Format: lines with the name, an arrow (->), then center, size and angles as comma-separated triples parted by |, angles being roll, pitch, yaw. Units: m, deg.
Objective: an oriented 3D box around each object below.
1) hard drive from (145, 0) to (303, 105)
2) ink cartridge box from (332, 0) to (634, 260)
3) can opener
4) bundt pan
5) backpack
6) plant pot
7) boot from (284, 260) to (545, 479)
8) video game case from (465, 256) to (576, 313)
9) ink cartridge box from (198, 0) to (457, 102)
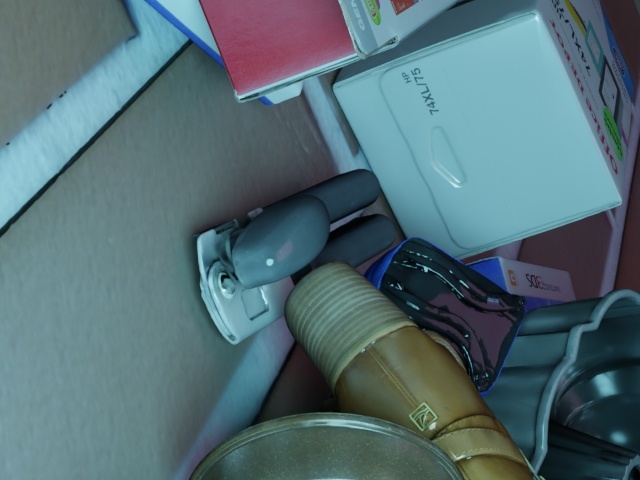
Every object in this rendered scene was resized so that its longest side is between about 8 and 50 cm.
hard drive -> -0.111, -0.253, 1.217 | 0.319, 0.040, 0.210 | 38, 39, -56
ink cartridge box -> 0.158, -0.141, 1.575 | 0.198, 0.197, 0.270 | 63, 23, -21
can opener -> 0.000, 0.000, 1.204 | 0.283, 0.095, 0.076 | -28, 100, -63
bundt pan -> 0.209, 0.197, 1.423 | 0.331, 0.124, 0.331 | -4, 95, -51
backpack -> 0.079, 0.065, 1.337 | 0.120, 0.101, 0.098 | 36, 54, -15
plant pot -> 0.004, 0.208, 0.927 | 0.167, 0.167, 0.165 | 55, 22, -36
boot -> 0.094, 0.147, 1.151 | 0.220, 0.109, 0.283 | 50, -7, 33
video game case -> 0.220, 0.157, 1.677 | 0.244, 0.061, 0.269 | 9, 65, -66
ink cartridge box -> -0.039, -0.268, 1.166 | 0.309, 0.130, 0.272 | 68, 22, -9
